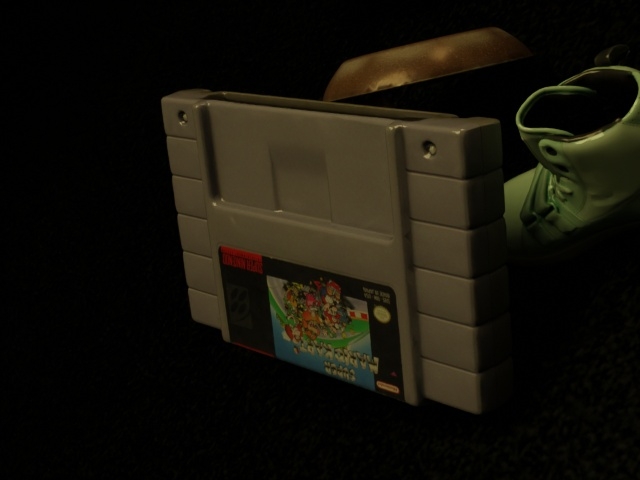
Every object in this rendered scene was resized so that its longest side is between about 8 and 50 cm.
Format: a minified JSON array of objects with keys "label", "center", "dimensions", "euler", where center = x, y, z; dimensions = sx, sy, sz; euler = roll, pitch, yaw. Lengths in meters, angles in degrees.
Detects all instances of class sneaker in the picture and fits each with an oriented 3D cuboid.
[{"label":"sneaker","center":[0.174,-0.061,0.843],"dimensions":[0.256,0.151,0.094],"euler":[-18,49,51]}]

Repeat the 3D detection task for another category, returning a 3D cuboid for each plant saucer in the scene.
[{"label":"plant saucer","center":[0.094,-0.164,1.048],"dimensions":[0.199,0.199,0.036],"euler":[-2,104,57]}]

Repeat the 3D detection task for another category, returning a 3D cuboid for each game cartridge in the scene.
[{"label":"game cartridge","center":[0.000,0.000,0.940],"dimensions":[0.355,0.068,0.230],"euler":[12,111,45]}]

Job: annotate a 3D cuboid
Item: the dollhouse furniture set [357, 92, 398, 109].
[{"label":"dollhouse furniture set","center":[0.034,-0.022,1.057],"dimensions":[0.151,0.144,0.123],"euler":[-24,46,24]}]
